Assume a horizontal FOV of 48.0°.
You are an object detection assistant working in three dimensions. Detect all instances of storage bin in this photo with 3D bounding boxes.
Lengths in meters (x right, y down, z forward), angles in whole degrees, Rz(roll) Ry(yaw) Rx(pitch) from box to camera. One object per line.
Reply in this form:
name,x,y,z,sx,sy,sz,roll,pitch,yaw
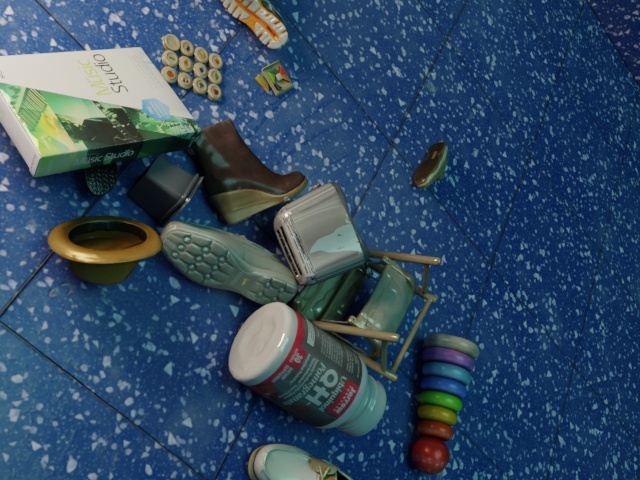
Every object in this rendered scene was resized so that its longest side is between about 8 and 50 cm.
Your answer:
storage bin,-0.293,-0.102,1.347,0.091,0.135,0.098,37,55,-18

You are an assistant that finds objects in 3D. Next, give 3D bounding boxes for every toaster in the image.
toaster,0.000,0.000,1.501,0.146,0.129,0.227,-23,88,-15

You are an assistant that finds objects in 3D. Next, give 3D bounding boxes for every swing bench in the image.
swing bench,0.103,0.132,1.597,0.253,0.254,0.165,-55,155,-36

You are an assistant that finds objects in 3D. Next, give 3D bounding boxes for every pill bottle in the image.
pill bottle,-0.016,0.274,1.462,0.318,0.176,0.176,38,55,-29

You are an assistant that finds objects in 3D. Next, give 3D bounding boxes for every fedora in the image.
fedora,-0.371,0.022,1.245,0.194,0.194,0.079,-13,125,-44

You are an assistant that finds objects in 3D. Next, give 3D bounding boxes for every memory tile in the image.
memory tile,-0.269,-0.365,1.519,0.148,0.012,0.113,14,69,-39

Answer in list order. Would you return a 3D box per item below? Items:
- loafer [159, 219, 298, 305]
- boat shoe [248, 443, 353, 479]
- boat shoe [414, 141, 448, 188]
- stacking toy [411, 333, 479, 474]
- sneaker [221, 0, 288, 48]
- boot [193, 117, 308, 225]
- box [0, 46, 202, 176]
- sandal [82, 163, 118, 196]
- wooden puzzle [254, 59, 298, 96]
loafer,-0.184,0.038,1.433,0.319,0.112,0.111,31,21,-37
boat shoe,-0.008,0.490,1.460,0.302,0.103,0.113,33,57,-32
boat shoe,0.318,-0.194,1.985,0.190,0.068,0.072,-54,127,-38
stacking toy,0.291,0.403,1.760,0.141,0.141,0.330,29,67,-34
sneaker,-0.153,-0.530,1.638,0.215,0.084,0.083,51,22,-15
boot,-0.147,-0.165,1.521,0.248,0.090,0.207,-29,101,-40
box,-0.401,-0.237,1.265,0.322,0.058,0.232,-21,66,-43
sandal,-0.413,-0.155,1.315,0.067,0.040,0.179,13,55,-46
wooden puzzle,-0.100,-0.379,1.679,0.078,0.014,0.116,56,48,-17
